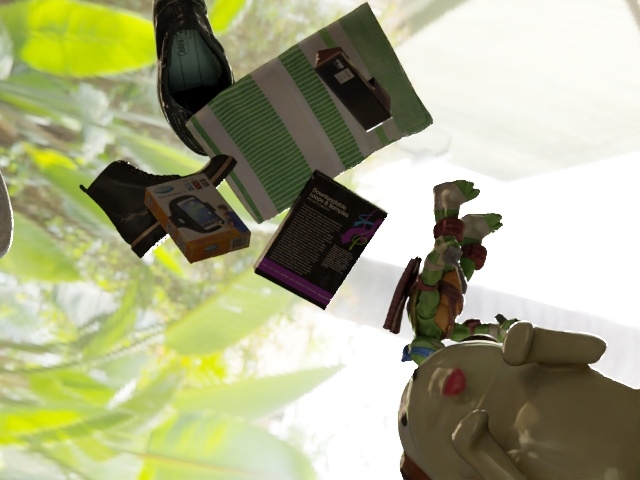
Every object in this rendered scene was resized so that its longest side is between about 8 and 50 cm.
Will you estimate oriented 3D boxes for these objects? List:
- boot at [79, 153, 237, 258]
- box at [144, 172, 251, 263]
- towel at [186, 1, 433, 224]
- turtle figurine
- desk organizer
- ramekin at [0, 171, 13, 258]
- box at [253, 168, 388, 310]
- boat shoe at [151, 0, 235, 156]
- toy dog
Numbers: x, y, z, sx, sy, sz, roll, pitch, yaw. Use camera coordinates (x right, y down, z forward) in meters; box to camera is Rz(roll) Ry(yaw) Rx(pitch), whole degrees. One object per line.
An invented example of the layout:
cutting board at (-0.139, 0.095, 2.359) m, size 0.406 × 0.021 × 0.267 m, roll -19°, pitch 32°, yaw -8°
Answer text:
boot at (-0.228, -0.089, 1.746) m, size 0.198 × 0.137 × 0.077 m, roll -44°, pitch -179°, yaw -22°
box at (-0.151, -0.033, 1.469) m, size 0.136 × 0.081 × 0.028 m, roll 50°, pitch -37°, yaw 34°
towel at (-0.014, -0.183, 1.872) m, size 0.325 × 0.248 × 0.038 m, roll -30°, pitch -142°, yaw 6°
turtle figurine at (0.226, 0.050, 1.735) m, size 0.274 × 0.198 × 0.266 m, roll -45°, pitch -152°, yaw 54°
desk organizer at (0.048, -0.222, 1.747) m, size 0.047 × 0.130 × 0.050 m, roll -28°, pitch -147°, yaw 24°
ramekin at (-0.634, -0.067, 2.076) m, size 0.277 × 0.135 × 0.277 m, roll 29°, pitch -51°, yaw 42°
box at (0.000, 0.000, 1.647) m, size 0.162 × 0.116 × 0.029 m, roll -56°, pitch -162°, yaw 13°
boat shoe at (-0.199, -0.249, 2.007) m, size 0.113 × 0.127 × 0.340 m, roll -112°, pitch -165°, yaw -44°
toy dog at (0.287, 0.241, 1.509) m, size 0.395 × 0.408 × 0.284 m, roll 39°, pitch 71°, yaw -59°
